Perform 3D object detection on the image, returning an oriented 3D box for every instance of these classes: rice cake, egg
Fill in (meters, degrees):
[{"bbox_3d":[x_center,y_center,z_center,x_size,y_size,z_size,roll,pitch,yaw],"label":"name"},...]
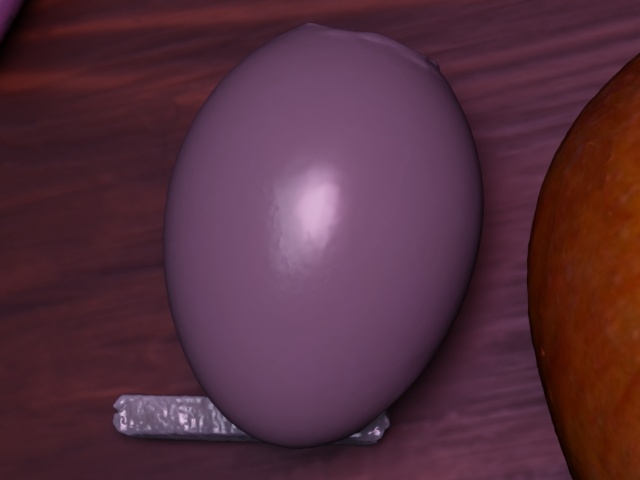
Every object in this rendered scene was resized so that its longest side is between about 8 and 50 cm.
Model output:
[{"bbox_3d":[-0.040,0.106,1.035,0.171,0.033,0.029,-1,77,15],"label":"rice cake"},{"bbox_3d":[0.000,0.000,0.967,0.176,0.176,0.231,6,81,15],"label":"egg"}]

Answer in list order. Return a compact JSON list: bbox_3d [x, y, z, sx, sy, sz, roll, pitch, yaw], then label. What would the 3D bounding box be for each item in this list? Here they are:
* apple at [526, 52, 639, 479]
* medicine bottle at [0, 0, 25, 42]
[{"bbox_3d":[0.295,0.042,0.807,0.400,0.333,0.400,-2,82,13],"label":"apple"},{"bbox_3d":[-0.215,-0.242,1.071,0.152,0.152,0.254,29,91,16],"label":"medicine bottle"}]
